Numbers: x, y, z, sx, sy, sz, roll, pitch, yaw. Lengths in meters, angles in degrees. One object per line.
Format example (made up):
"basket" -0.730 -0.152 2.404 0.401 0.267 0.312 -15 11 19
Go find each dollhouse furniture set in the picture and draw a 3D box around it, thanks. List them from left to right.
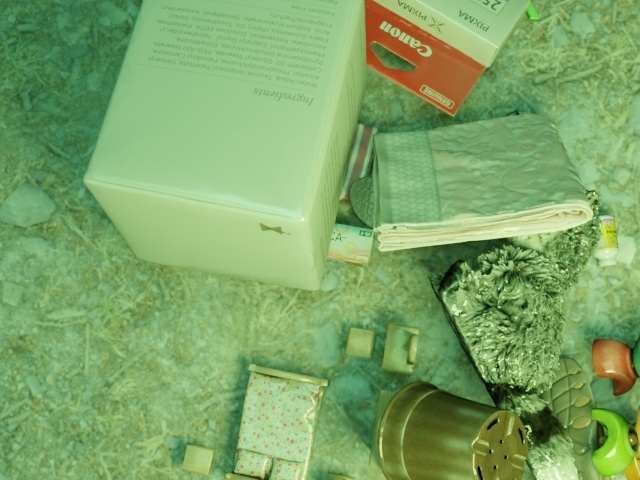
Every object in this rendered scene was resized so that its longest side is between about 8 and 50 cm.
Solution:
"dollhouse furniture set" -0.036 0.258 1.471 0.355 0.174 0.303 9 81 7

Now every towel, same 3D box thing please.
"towel" -0.005 -0.152 1.617 0.197 0.029 0.144 14 79 8
"towel" 0.239 -0.105 1.446 0.316 0.332 0.053 -7 122 6

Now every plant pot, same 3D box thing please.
"plant pot" 0.199 0.296 1.321 0.165 0.167 0.167 0 76 48

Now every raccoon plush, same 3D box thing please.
"raccoon plush" 0.377 0.136 1.433 0.299 0.216 0.447 -27 83 2

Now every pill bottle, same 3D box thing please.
"pill bottle" 0.476 0.002 1.532 0.043 0.043 0.083 -7 80 4

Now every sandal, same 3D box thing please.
"sandal" 0.169 -0.045 1.572 0.254 0.054 0.097 14 88 -2

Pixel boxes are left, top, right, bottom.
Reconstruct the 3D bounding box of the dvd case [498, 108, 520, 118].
"dvd case" 0.310 -0.165 1.594 0.119 0.013 0.087 -28 79 2

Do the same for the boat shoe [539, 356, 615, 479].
"boat shoe" 0.402 0.348 1.446 0.123 0.116 0.325 -16 59 29

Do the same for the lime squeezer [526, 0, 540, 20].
"lime squeezer" 0.333 -0.548 1.610 0.109 0.059 0.311 0 91 10

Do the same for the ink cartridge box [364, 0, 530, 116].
"ink cartridge box" 0.174 -0.389 1.574 0.296 0.066 0.261 32 64 7

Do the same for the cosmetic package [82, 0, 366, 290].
"cosmetic package" -0.123 -0.174 1.433 0.327 0.329 0.394 11 70 7

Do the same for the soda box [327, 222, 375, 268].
"soda box" 0.000 0.000 1.572 0.183 0.058 0.063 10 81 7

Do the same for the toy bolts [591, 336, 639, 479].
"toy bolts" 0.523 0.257 1.395 0.158 0.218 0.229 -16 52 35
